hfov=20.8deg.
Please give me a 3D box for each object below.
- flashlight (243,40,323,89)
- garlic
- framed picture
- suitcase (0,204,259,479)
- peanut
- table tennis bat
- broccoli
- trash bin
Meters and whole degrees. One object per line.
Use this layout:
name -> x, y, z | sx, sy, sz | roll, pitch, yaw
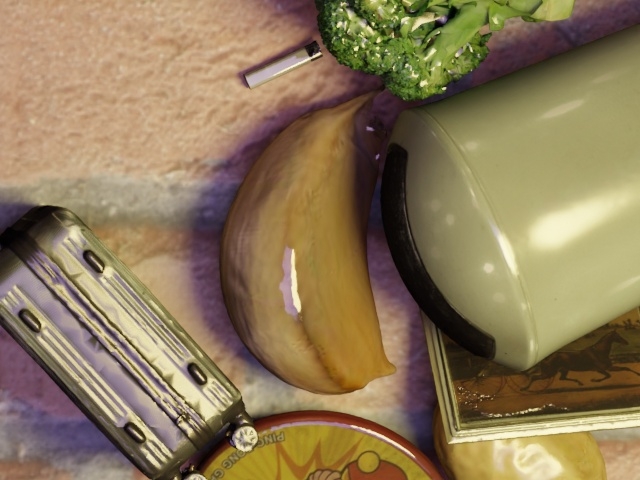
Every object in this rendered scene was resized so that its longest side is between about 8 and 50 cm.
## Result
flashlight -> -0.038, -0.180, 1.784 | 0.083, 0.018, 0.018 | -25, 100, -4
garlic -> -0.011, -0.011, 1.776 | 0.196, 0.151, 0.338 | -1, 92, -36
framed picture -> 0.237, 0.112, 1.811 | 0.252, 0.014, 0.197 | -5, 58, -8
suitcase -> -0.208, 0.104, 1.713 | 0.128, 0.202, 0.312 | -44, 102, -10
peanut -> 0.244, 0.270, 1.838 | 0.147, 0.147, 0.319 | -39, 99, -1
table tennis bat -> 0.052, 0.331, 1.851 | 0.415, 0.051, 0.268 | 25, 105, -9
broccoli -> 0.122, -0.261, 1.669 | 0.270, 0.270, 0.270 | -17, 112, -49
trash bin -> 0.272, -0.060, 1.722 | 0.432, 0.280, 0.280 | -24, 102, -8
